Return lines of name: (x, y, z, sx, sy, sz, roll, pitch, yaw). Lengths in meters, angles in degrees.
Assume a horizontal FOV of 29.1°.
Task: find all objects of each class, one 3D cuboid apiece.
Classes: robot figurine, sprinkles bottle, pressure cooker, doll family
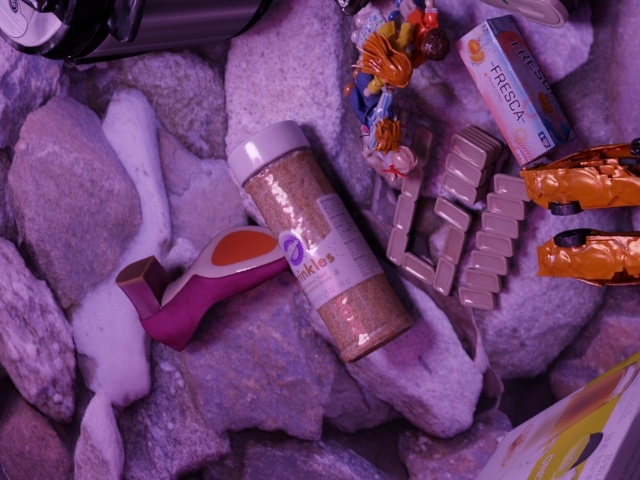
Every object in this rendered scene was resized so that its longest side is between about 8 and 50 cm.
robot figurine: (0.382, -0.032, 1.472, 0.291, 0.085, 0.211, -1, 105, 43)
sprinkles bottle: (0.000, 0.000, 1.806, 0.121, 0.121, 0.355, -39, 79, 43)
pressure cooker: (-0.303, -0.438, 1.691, 0.370, 0.420, 0.375, -2, 100, 50)
doll family: (0.081, -0.195, 1.617, 0.163, 0.118, 0.263, -117, 33, -52)

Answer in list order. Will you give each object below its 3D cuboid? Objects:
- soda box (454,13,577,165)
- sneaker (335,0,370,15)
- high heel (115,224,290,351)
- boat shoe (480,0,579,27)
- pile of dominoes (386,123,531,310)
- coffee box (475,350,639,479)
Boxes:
soda box: (0.245, -0.190, 1.557, 0.063, 0.058, 0.183, -32, 83, 44)
sneaker: (0.072, -0.378, 1.630, 0.228, 0.087, 0.130, -13, 98, 47)
high heel: (-0.154, 0.086, 2.018, 0.377, 0.127, 0.181, -10, 127, 40)
boat shoe: (0.227, -0.332, 1.526, 0.233, 0.084, 0.079, 30, 85, 39)
pile of dominoes: (0.195, -0.032, 1.692, 0.196, 0.040, 0.251, 35, 134, 28)
coffee box: (0.359, 0.377, 1.420, 0.338, 0.337, 0.334, 47, 133, 0)
